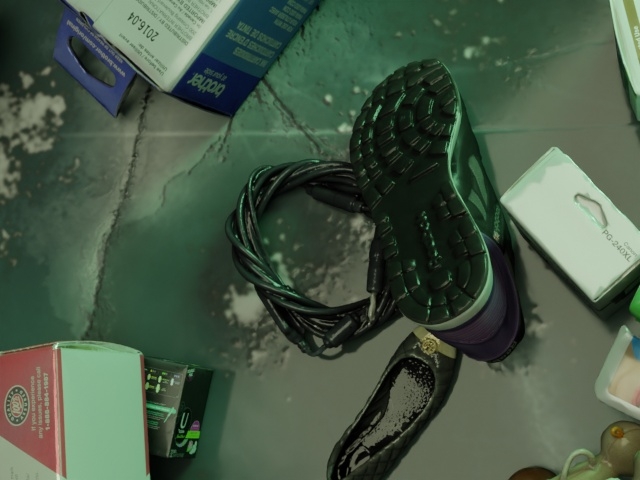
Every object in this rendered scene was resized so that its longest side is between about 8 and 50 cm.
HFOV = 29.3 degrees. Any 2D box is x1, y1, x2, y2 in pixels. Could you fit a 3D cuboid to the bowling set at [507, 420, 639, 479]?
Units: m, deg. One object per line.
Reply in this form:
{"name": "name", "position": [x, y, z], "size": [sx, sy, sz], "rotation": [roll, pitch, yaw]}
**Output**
{"name": "bowling set", "position": [0.231, 0.203, 0.927], "size": [0.154, 0.287, 0.200], "rotation": [-38, 39, 1]}

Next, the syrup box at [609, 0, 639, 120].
{"name": "syrup box", "position": [0.360, -0.177, 0.991], "size": [0.237, 0.093, 0.096], "rotation": [-15, 77, 13]}

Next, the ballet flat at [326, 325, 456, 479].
{"name": "ballet flat", "position": [0.064, 0.144, 1.045], "size": [0.057, 0.049, 0.173], "rotation": [31, 90, 18]}

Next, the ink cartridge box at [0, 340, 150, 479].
{"name": "ink cartridge box", "position": [-0.293, 0.208, 1.069], "size": [0.283, 0.117, 0.207], "rotation": [-11, 78, 30]}

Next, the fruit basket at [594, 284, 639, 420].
{"name": "fruit basket", "position": [0.410, 0.041, 0.835], "size": [0.353, 0.165, 0.327], "rotation": [28, 91, 32]}

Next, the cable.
{"name": "cable", "position": [0.000, 0.000, 1.089], "size": [0.150, 0.047, 0.184], "rotation": [-35, 73, 8]}

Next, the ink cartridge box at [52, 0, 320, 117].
{"name": "ink cartridge box", "position": [-0.118, -0.301, 1.109], "size": [0.270, 0.151, 0.395], "rotation": [43, 99, 18]}

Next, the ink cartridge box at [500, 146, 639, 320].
{"name": "ink cartridge box", "position": [0.207, -0.001, 0.975], "size": [0.063, 0.150, 0.109], "rotation": [-43, 72, 6]}

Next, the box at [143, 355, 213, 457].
{"name": "box", "position": [-0.137, 0.149, 1.095], "size": [0.052, 0.062, 0.083], "rotation": [9, 83, 19]}

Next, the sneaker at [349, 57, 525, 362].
{"name": "sneaker", "position": [0.104, -0.023, 1.044], "size": [0.107, 0.124, 0.283], "rotation": [-23, 50, 23]}
